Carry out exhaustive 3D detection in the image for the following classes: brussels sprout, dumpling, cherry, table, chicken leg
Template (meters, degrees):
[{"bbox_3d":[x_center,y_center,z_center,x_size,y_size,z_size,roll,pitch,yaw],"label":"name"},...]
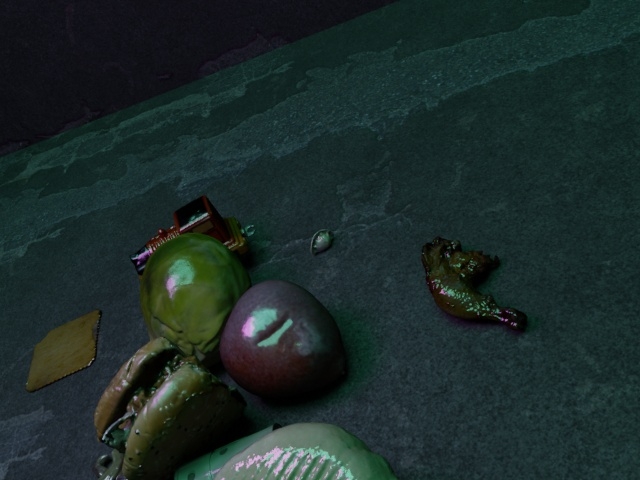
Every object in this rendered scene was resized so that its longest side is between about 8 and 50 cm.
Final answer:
[{"bbox_3d":[-0.309,0.148,1.630,0.268,0.343,0.344,-9,29,-28],"label":"brussels sprout"},{"bbox_3d":[0.000,-0.001,1.766,0.077,0.059,0.043,-30,49,7],"label":"dumpling"},{"bbox_3d":[-0.087,0.226,1.453,0.308,0.221,0.261,25,83,21],"label":"cherry"},{"bbox_3d":[-0.165,0.468,1.310,0.220,0.126,0.126,-25,39,6],"label":"table"},{"bbox_3d":[0.324,0.094,1.446,0.178,0.082,0.322,-11,38,1],"label":"chicken leg"}]

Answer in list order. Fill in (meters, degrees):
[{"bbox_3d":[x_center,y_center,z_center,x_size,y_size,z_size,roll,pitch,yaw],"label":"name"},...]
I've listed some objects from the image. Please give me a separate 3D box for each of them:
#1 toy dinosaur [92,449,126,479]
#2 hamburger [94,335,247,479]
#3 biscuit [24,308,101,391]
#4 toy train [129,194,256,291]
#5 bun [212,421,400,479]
[{"bbox_3d":[-0.434,0.528,1.456,0.294,0.077,0.162,-12,35,19],"label":"toy dinosaur"},{"bbox_3d":[-0.323,0.362,1.367,0.195,0.318,0.277,38,77,23],"label":"hamburger"},{"bbox_3d":[-0.759,0.322,1.940,0.237,0.013,0.232,-24,39,7],"label":"biscuit"},{"bbox_3d":[-0.358,0.029,1.828,0.369,0.231,0.163,-30,35,0],"label":"toy train"},{"bbox_3d":[-0.016,0.489,1.108,0.366,0.219,0.364,-7,68,19],"label":"bun"}]
